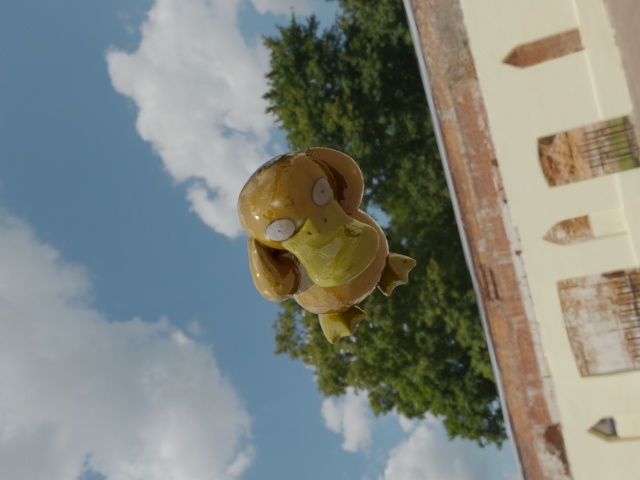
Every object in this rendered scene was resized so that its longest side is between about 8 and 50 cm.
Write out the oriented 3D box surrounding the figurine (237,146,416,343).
[{"bbox_3d":[0.000,0.002,0.819,0.228,0.215,0.215,59,-154,-62],"label":"figurine"}]
